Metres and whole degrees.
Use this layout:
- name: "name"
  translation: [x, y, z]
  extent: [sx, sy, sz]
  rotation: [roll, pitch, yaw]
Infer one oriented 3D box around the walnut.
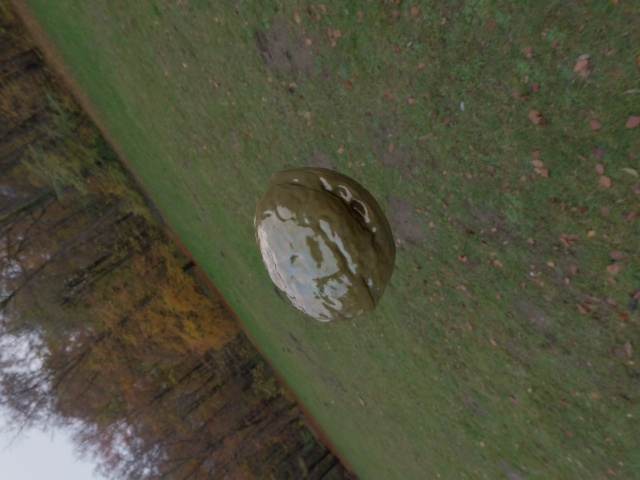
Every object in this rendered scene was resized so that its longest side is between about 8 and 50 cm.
- name: "walnut"
  translation: [0.000, 0.000, 0.460]
  extent: [0.184, 0.155, 0.155]
  rotation: [59, 161, -9]
